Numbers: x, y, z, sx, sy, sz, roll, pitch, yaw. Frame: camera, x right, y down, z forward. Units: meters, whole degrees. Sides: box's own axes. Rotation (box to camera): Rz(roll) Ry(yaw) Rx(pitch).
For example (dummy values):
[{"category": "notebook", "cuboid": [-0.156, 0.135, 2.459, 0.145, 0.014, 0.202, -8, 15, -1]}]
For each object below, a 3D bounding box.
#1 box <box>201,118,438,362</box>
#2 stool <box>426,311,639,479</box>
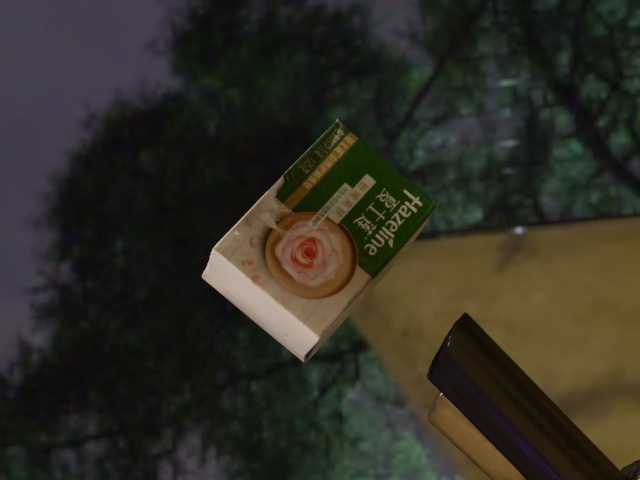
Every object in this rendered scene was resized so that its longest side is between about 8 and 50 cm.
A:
[{"category": "box", "cuboid": [0.000, 0.000, 1.491, 0.199, 0.135, 0.081, -48, -7, -23]}, {"category": "stool", "cuboid": [0.132, 0.257, 1.239, 0.310, 0.226, 0.310, -58, -12, -11]}]
